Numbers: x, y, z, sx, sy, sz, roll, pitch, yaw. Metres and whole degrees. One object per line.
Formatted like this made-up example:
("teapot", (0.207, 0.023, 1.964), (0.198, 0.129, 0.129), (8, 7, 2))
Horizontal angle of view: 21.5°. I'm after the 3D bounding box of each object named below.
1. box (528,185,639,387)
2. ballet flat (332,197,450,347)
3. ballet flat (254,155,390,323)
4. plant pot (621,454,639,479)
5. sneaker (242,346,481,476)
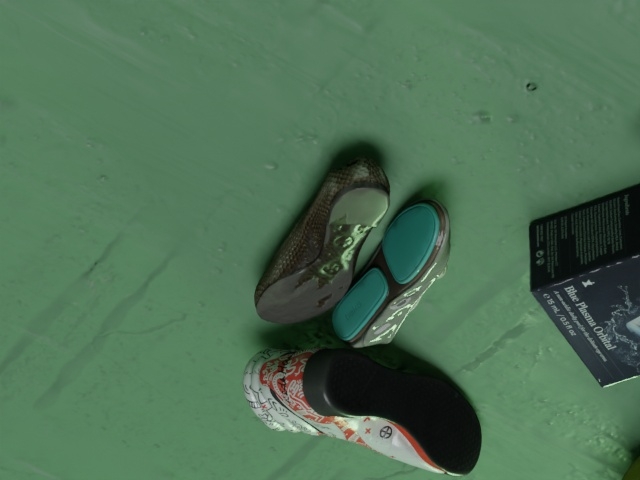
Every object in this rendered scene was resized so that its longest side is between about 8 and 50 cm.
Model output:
("box", (0.298, 0.039, 1.569), (0.158, 0.093, 0.156), (-21, 129, 25))
("ballet flat", (0.083, 0.030, 1.619), (0.068, 0.072, 0.213), (0, 144, -33))
("ballet flat", (0.000, 0.000, 1.602), (0.084, 0.058, 0.250), (4, 144, -21))
("plant pot", (0.373, 0.279, 1.803), (0.134, 0.095, 0.134), (4, 136, 4))
("sneaker", (0.041, 0.175, 1.756), (0.145, 0.090, 0.270), (-3, 157, 44))
